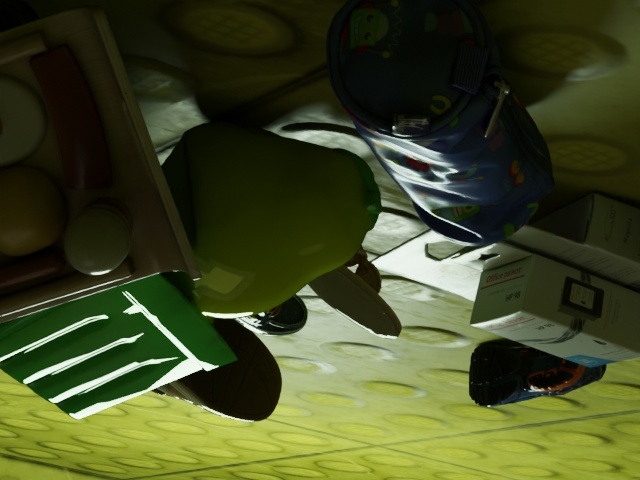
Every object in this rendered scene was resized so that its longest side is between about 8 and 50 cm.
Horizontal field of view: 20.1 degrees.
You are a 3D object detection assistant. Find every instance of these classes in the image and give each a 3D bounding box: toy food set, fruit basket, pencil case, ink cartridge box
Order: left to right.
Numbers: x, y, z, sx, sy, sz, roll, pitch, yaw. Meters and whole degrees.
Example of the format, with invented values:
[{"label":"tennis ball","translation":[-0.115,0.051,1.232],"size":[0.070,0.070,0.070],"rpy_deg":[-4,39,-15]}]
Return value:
[{"label":"toy food set","translation":[-0.265,-0.027,1.358],"size":[0.306,0.220,0.092],"rpy_deg":[-17,-162,7]},{"label":"fruit basket","translation":[-0.149,-0.021,1.613],"size":[0.392,0.283,0.392],"rpy_deg":[-32,159,-14]},{"label":"pencil case","translation":[0.099,-0.090,1.364],"size":[0.133,0.119,0.306],"rpy_deg":[20,170,21]},{"label":"ink cartridge box","translation":[0.204,0.010,1.775],"size":[0.239,0.060,0.275],"rpy_deg":[20,162,-15]},{"label":"ink cartridge box","translation":[0.217,0.064,1.732],"size":[0.180,0.060,0.104],"rpy_deg":[20,162,-19]}]

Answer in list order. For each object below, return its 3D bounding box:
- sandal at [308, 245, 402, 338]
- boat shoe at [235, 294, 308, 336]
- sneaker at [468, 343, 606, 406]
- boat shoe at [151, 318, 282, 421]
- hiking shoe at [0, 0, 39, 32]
[{"label":"sandal","translation":[0.003,-0.002,1.816],"size":[0.240,0.079,0.088],"rpy_deg":[35,155,-10]},{"label":"boat shoe","translation":[-0.066,0.066,2.078],"size":[0.183,0.065,0.083],"rpy_deg":[23,160,-39]},{"label":"sneaker","translation":[0.268,0.170,2.261],"size":[0.087,0.083,0.221],"rpy_deg":[13,166,-36]},{"label":"boat shoe","translation":[-0.196,0.136,2.313],"size":[0.341,0.121,0.110],"rpy_deg":[31,158,-32]},{"label":"hiking shoe","translation":[-0.316,-0.128,1.438],"size":[0.227,0.086,0.114],"rpy_deg":[-31,-171,11]}]
